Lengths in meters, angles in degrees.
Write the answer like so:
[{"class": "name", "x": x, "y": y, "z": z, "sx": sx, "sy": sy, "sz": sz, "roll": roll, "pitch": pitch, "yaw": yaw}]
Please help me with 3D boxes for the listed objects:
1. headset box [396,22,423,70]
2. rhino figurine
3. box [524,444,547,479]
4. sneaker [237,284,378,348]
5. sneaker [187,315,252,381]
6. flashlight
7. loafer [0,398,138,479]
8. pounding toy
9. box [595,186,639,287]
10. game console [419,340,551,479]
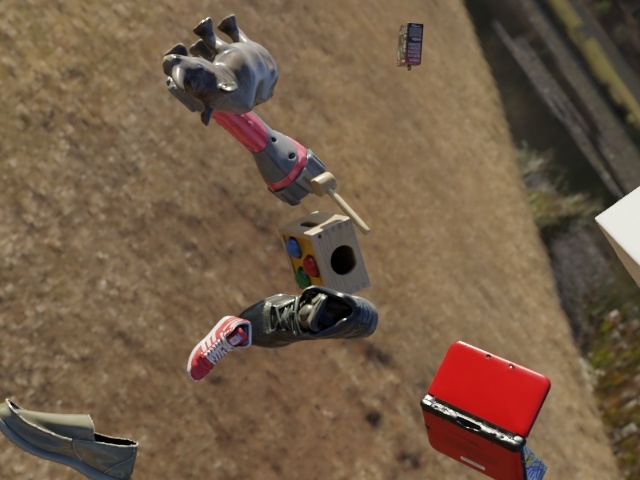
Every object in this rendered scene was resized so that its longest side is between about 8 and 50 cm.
[{"class": "headset box", "x": 0.162, "y": -0.350, "z": 2.106, "sx": 0.062, "sy": 0.032, "sz": 0.083, "roll": -160, "pitch": -107, "yaw": -79}, {"class": "rhino figurine", "x": -0.107, "y": -0.179, "z": 1.241, "sx": 0.106, "sy": 0.073, "sz": 0.243, "roll": 48, "pitch": 18, "yaw": -3}, {"class": "box", "x": 0.268, "y": 0.315, "z": 1.655, "sx": 0.059, "sy": 0.054, "sz": 0.169, "roll": 17, "pitch": -16, "yaw": 34}, {"class": "sneaker", "x": -0.038, "y": 0.114, "z": 1.762, "sx": 0.130, "sy": 0.227, "sz": 0.087, "roll": 35, "pitch": 55, "yaw": -65}, {"class": "sneaker", "x": -0.147, "y": 0.161, "z": 1.724, "sx": 0.042, "sy": 0.067, "sz": 0.118, "roll": 47, "pitch": 64, "yaw": -26}, {"class": "flashlight", "x": -0.125, "y": -0.183, "z": 1.947, "sx": 0.304, "sy": 0.103, "sz": 0.103, "roll": 41, "pitch": 58, "yaw": -30}, {"class": "loafer", "x": -0.395, "y": 0.303, "z": 1.818, "sx": 0.251, "sy": 0.087, "sz": 0.094, "roll": 30, "pitch": -1, "yaw": -23}, {"class": "pounding toy", "x": 0.003, "y": -0.004, "z": 1.952, "sx": 0.181, "sy": 0.094, "sz": 0.206, "roll": 13, "pitch": -57, "yaw": 61}, {"class": "box", "x": 0.569, "y": 0.061, "z": 1.650, "sx": 0.215, "sy": 0.168, "sz": 0.345, "roll": 51, "pitch": 7, "yaw": -25}, {"class": "game console", "x": 0.201, "y": 0.209, "z": 1.387, "sx": 0.144, "sy": 0.085, "sz": 0.124, "roll": 21, "pitch": -40, "yaw": 38}]
